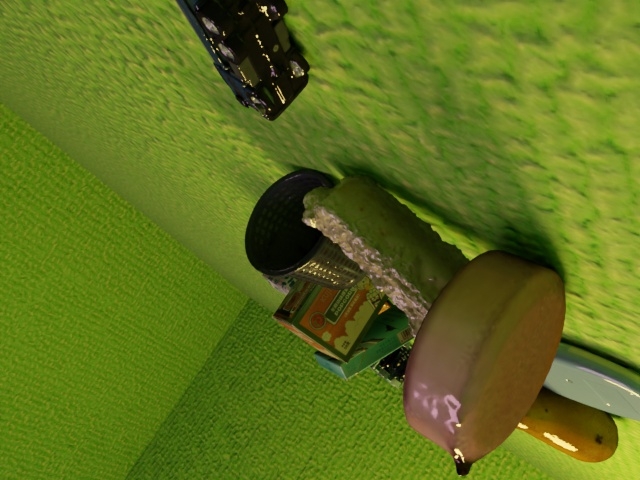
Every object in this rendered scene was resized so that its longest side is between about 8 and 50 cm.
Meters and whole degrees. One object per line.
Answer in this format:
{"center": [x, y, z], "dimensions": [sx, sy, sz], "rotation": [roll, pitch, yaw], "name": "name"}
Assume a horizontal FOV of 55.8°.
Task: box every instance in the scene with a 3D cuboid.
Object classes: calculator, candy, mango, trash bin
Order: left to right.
{"center": [-0.084, 0.106, 1.709], "dimensions": [0.160, 0.092, 0.073], "rotation": [22, 158, 52], "name": "candy"}
{"center": [0.000, 0.000, 0.943], "dimensions": [0.161, 0.175, 0.175], "rotation": [31, 174, -42], "name": "trash bin"}
{"center": [0.192, 0.139, 0.706], "dimensions": [0.094, 0.255, 0.255], "rotation": [26, 165, 37], "name": "candy"}
{"center": [0.433, 0.321, 1.099], "dimensions": [0.262, 0.108, 0.157], "rotation": [28, -178, -23], "name": "mango"}
{"center": [0.398, 0.210, 0.953], "dimensions": [0.188, 0.042, 0.303], "rotation": [40, 164, -28], "name": "calculator"}

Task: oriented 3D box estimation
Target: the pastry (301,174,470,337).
{"center": [0.089, 0.004, 0.778], "dimensions": [0.258, 0.121, 0.089], "rotation": [47, 139, 14], "name": "pastry"}

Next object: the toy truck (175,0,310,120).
{"center": [-0.080, -0.197, 0.553], "dimensions": [0.088, 0.074, 0.201], "rotation": [33, 169, 27], "name": "toy truck"}

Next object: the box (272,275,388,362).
{"center": [0.023, 0.118, 1.219], "dimensions": [0.148, 0.194, 0.177], "rotation": [37, 169, -11], "name": "box"}

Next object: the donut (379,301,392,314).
{"center": [0.074, 0.178, 1.533], "dimensions": [0.303, 0.110, 0.303], "rotation": [33, 167, 9], "name": "donut"}

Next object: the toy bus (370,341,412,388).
{"center": [0.175, 0.319, 1.760], "dimensions": [0.165, 0.133, 0.271], "rotation": [32, 171, 32], "name": "toy bus"}

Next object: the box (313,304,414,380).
{"center": [0.113, 0.210, 1.288], "dimensions": [0.041, 0.229, 0.162], "rotation": [65, 162, -8], "name": "box"}
